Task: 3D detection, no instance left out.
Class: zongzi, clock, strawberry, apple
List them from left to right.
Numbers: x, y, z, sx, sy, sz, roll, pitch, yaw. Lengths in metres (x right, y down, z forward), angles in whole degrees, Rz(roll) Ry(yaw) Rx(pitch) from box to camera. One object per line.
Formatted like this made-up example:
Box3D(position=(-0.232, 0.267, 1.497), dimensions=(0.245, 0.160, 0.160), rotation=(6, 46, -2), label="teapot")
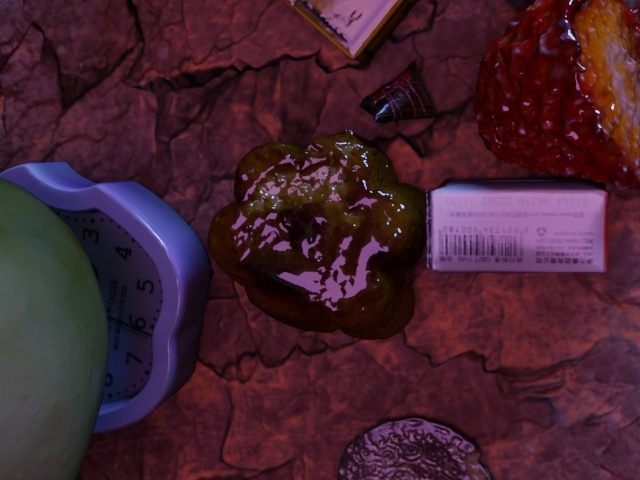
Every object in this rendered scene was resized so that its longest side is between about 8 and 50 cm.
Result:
Box3D(position=(-0.436, 0.145, 0.932), dimensions=(0.473, 0.473, 0.474), rotation=(2, 99, 14), label="apple")
Box3D(position=(-0.302, 0.075, 1.158), dimensions=(0.338, 0.102, 0.339), rotation=(2, 99, 15), label="clock")
Box3D(position=(0.078, -0.147, 1.038), dimensions=(0.083, 0.073, 0.067), rotation=(-17, 112, 18), label="zongzi")
Box3D(position=(0.233, -0.143, 0.939), dimensions=(0.178, 0.234, 0.234), rotation=(-16, 95, 36), label="strawberry")

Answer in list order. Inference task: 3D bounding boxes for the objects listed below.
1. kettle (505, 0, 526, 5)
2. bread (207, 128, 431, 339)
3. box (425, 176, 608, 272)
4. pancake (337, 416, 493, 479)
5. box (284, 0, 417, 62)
Box3D(position=(0.234, -0.319, 0.945), dimensions=(0.148, 0.098, 0.127), rotation=(-28, 52, -4), label="kettle")
Box3D(position=(-0.003, -0.013, 1.048), dimensions=(0.246, 0.135, 0.232), rotation=(15, 89, 14), label="bread")
Box3D(position=(0.208, -0.014, 0.993), dimensions=(0.182, 0.133, 0.099), rotation=(0, 98, 13), label="box")
Box3D(position=(0.115, 0.300, 1.124), dimensions=(0.199, 0.021, 0.199), rotation=(2, 99, 14), label="pancake")
Box3D(position=(-0.007, -0.362, 1.019), dimensions=(0.301, 0.084, 0.193), rotation=(42, 106, 5), label="box")
